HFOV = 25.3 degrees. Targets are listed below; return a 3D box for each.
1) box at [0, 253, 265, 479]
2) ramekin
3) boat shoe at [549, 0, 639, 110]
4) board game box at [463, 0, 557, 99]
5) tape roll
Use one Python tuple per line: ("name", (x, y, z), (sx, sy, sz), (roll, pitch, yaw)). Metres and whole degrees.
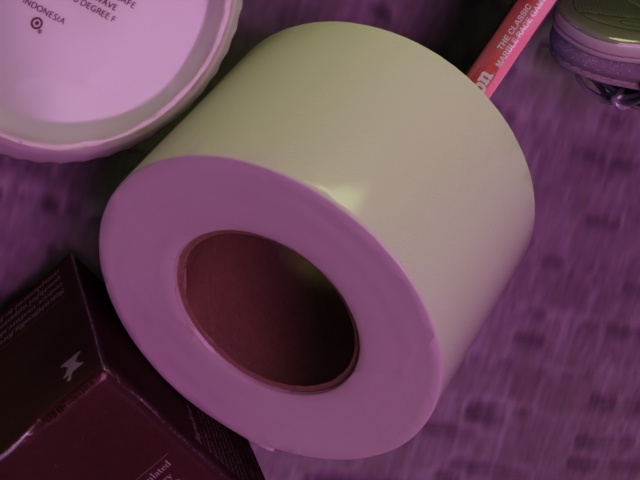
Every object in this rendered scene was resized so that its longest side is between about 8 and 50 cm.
("box", (-0.162, 0.158, 1.012), (0.168, 0.167, 0.203), (-39, 121, 4))
("ramekin", (-0.173, -0.172, 0.908), (0.272, 0.127, 0.273), (-9, 114, -22))
("boat shoe", (0.291, -0.131, 1.136), (0.320, 0.118, 0.103), (-1, 123, -46))
("board game box", (0.141, -0.151, 1.064), (0.027, 0.145, 0.281), (34, 93, 0))
("tape roll", (0.000, 0.000, 0.943), (0.169, 0.246, 0.246), (-53, 131, -42))
